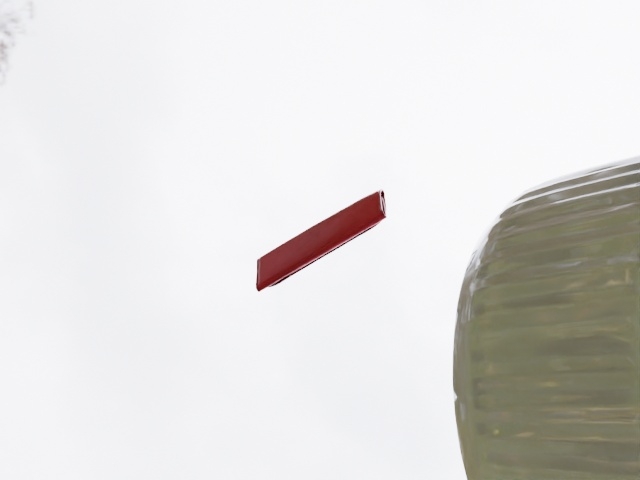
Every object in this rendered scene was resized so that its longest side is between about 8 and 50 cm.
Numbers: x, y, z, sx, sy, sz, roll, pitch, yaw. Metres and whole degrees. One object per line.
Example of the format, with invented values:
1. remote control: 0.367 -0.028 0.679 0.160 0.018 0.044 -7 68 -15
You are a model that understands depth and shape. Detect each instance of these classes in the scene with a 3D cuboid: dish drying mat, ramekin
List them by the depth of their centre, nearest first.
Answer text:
1. ramekin: 0.141 0.061 0.480 0.109 0.207 0.207 -8 -85 34
2. dish drying mat: 0.000 0.000 0.615 0.083 0.032 0.008 -31 -61 17
